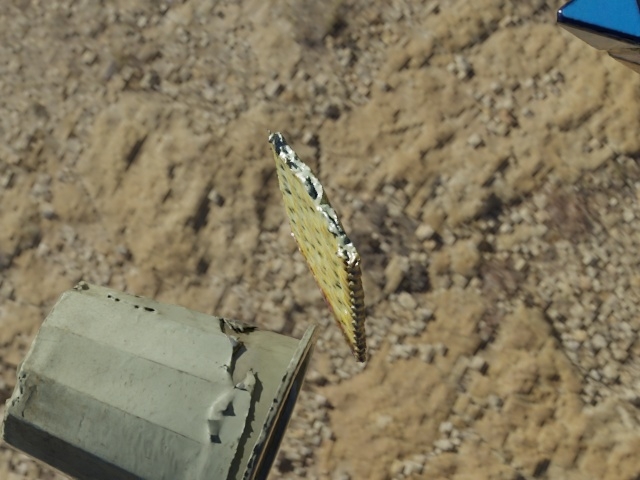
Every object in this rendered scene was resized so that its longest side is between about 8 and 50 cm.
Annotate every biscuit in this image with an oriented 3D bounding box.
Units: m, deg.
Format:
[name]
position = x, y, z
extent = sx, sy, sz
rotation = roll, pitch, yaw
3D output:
[biscuit]
position = -0.001, 0.000, 1.004
extent = 0.016, 0.203, 0.144
rotation = -24, 66, -7

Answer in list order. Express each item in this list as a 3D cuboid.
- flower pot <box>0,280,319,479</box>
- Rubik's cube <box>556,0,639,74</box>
[flower pot]
position = -0.124, 0.125, 1.096
extent = 0.203, 0.212, 0.212
rotation = 25, 86, 5
[Rubik's cube]
position = 0.344, -0.256, 1.229
extent = 0.284, 0.250, 0.234
rotation = -149, 77, -74
